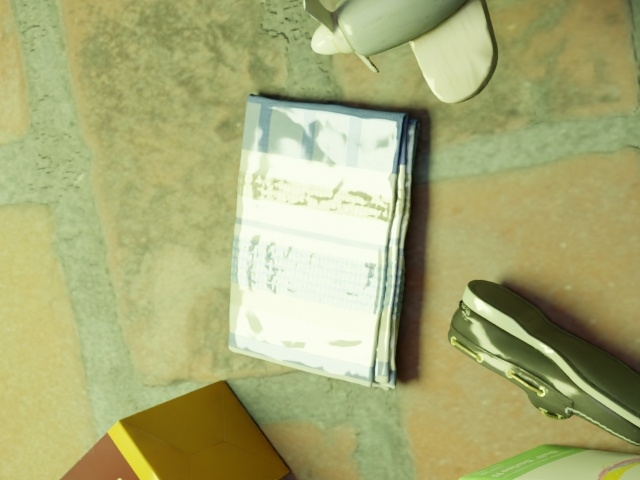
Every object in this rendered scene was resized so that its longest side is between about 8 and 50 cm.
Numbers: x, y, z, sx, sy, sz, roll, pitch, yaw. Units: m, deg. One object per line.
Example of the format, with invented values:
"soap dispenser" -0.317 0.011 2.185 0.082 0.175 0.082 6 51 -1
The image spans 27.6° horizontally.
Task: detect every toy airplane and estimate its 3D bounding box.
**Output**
"toy airplane" 0.025 -0.349 1.108 0.386 0.272 0.384 31 118 29

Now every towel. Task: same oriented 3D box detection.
"towel" 0.000 0.000 1.343 0.209 0.034 0.285 10 100 31

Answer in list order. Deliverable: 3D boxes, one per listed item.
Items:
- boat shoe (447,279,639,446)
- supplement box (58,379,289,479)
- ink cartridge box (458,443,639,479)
"boat shoe" 0.218 0.124 1.212 0.227 0.081 0.069 37 117 28
"supplement box" -0.176 0.274 1.392 0.194 0.191 0.129 -44 75 27
"ink cartridge box" 0.284 0.296 1.095 0.353 0.119 0.207 -7 94 56
